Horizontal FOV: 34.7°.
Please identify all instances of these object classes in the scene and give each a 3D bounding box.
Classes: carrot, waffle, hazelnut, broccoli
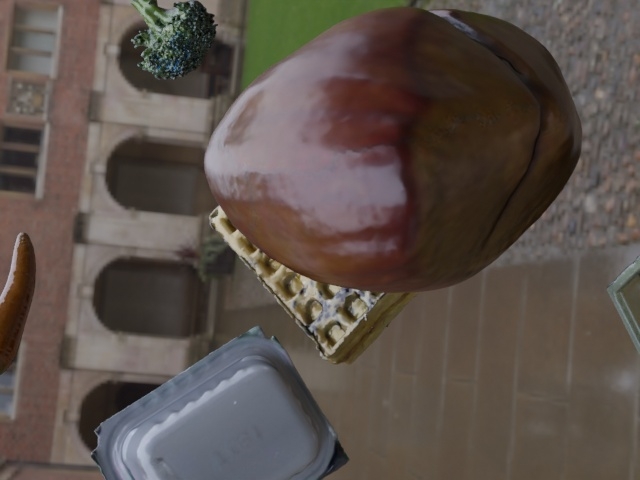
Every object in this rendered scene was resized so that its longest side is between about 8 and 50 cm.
[{"bbox_3d":[-0.262,0.058,0.864,0.035,0.035,0.142,112,169,-62],"label":"carrot"},{"bbox_3d":[0.000,0.000,1.721,0.261,0.114,0.376,-47,61,11],"label":"waffle"},{"bbox_3d":[0.039,-0.058,0.621,0.181,0.212,0.181,45,125,27],"label":"hazelnut"},{"bbox_3d":[-0.259,-0.357,1.753,0.160,0.155,0.167,56,177,-1],"label":"broccoli"}]

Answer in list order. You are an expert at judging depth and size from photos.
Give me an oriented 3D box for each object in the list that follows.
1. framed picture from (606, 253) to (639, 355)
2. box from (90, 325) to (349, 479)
[{"bbox_3d":[0.402,0.075,0.960,0.335,0.022,0.247,114,140,-57],"label":"framed picture"},{"bbox_3d":[-0.141,0.312,1.523,0.264,0.337,0.106,58,163,-2],"label":"box"}]
